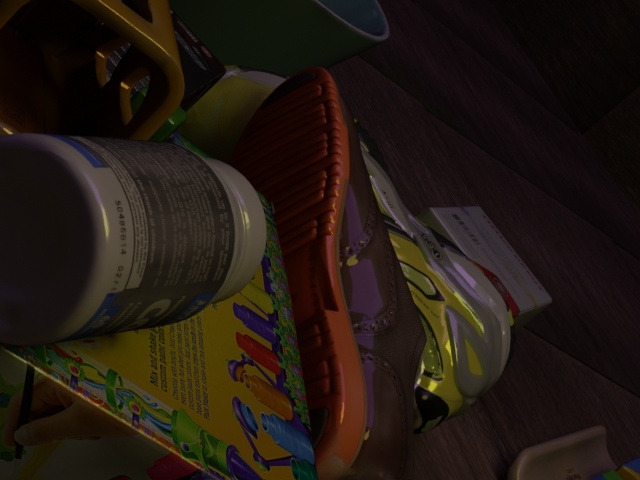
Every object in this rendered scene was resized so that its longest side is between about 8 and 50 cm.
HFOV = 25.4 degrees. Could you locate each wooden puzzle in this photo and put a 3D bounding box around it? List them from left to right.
[{"bbox_3d":[0.351,0.333,1.411,0.348,0.080,0.322,55,19,17],"label":"wooden puzzle"}]

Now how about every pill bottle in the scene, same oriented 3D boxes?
[{"bbox_3d":[-0.080,-0.002,0.564,0.078,0.078,0.137,54,21,14],"label":"pill bottle"}]

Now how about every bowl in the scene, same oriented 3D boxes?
[{"bbox_3d":[-0.092,-0.273,1.482,0.311,0.163,0.311,43,19,-19],"label":"bowl"}]

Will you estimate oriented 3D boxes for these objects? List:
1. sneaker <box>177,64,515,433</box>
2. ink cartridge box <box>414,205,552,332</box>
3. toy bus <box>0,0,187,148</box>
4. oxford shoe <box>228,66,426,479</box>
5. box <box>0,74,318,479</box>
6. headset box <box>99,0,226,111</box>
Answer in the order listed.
[{"bbox_3d":[0.000,0.000,1.199,0.384,0.145,0.147,41,37,4],"label":"sneaker"},{"bbox_3d":[0.122,0.052,1.375,0.128,0.127,0.176,54,19,13],"label":"ink cartridge box"},{"bbox_3d":[-0.120,-0.115,0.655,0.202,0.104,0.191,51,20,9],"label":"toy bus"},{"bbox_3d":[0.005,0.032,1.091,0.132,0.130,0.364,29,48,-41],"label":"oxford shoe"},{"bbox_3d":[-0.167,0.034,0.693,0.279,0.177,0.290,38,22,-28],"label":"box"},{"bbox_3d":[-0.203,-0.135,0.942,0.218,0.110,0.293,48,18,-4],"label":"headset box"}]
